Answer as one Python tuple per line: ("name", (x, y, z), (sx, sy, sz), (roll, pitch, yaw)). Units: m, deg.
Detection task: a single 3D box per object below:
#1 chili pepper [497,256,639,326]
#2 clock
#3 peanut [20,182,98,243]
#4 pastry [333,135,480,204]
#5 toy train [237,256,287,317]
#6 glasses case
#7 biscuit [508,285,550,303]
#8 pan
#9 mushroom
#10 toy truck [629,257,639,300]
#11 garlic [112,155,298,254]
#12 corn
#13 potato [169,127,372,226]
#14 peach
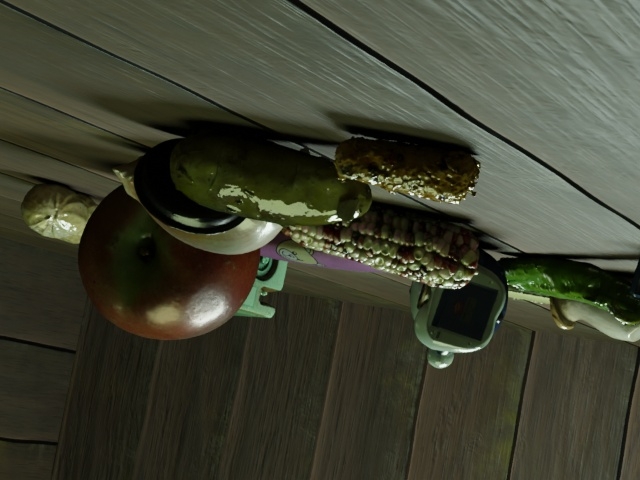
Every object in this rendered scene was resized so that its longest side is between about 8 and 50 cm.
("chili pepper", (0.364, 0.065, 2.150), (0.085, 0.076, 0.359), (33, 174, -21))
("clock", (0.200, 0.089, 2.202), (0.147, 0.199, 0.243), (14, -175, 4))
("peanut", (-0.427, -0.044, 2.536), (0.099, 0.090, 0.214), (-1, 175, 12))
("pastry", (0.084, -0.069, 1.473), (0.140, 0.056, 0.080), (8, -174, 7))
("toy train", (-0.196, 0.047, 2.677), (0.129, 0.159, 0.326), (4, 171, 35))
("glasses case", (0.000, 0.000, 2.220), (0.316, 0.075, 0.123), (7, 173, 30))
("biscuit", (0.368, 0.085, 2.577), (0.199, 0.040, 0.121), (9, 177, 28))
("pan", (-0.098, -0.069, 1.710), (0.235, 0.136, 0.028), (-7, 144, -33))
("mushroom", (0.436, 0.099, 2.294), (0.088, 0.097, 0.212), (2, -179, -37))
("toy truck", (0.492, 0.065, 2.017), (0.088, 0.074, 0.202), (18, -178, 44))
("garlic", (-0.108, -0.036, 1.882), (0.267, 0.128, 0.148), (8, -158, 29))
("corn", (0.077, -0.001, 1.998), (0.281, 0.092, 0.092), (13, 174, -3))
("potato", (-0.054, -0.064, 1.609), (0.226, 0.090, 0.117), (13, 179, 13))
("peach", (-0.210, 0.027, 2.137), (0.252, 0.252, 0.252), (11, 174, 1))
